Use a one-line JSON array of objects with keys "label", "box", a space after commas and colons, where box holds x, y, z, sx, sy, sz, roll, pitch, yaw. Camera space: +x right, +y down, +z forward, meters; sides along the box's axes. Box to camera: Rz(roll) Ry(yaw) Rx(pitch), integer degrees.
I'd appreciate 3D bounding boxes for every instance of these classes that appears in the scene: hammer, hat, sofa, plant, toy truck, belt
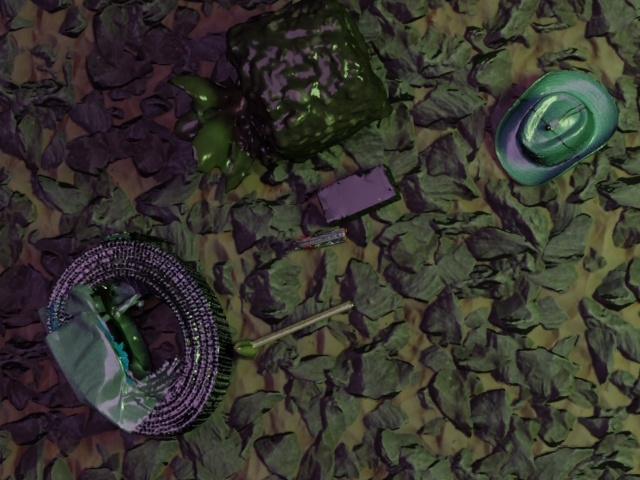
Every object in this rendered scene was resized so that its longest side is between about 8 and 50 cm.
[{"label": "hammer", "box": [-0.041, 0.130, 1.828, 0.195, 0.060, 0.028, -24, 77, 8]}, {"label": "hat", "box": [0.339, -0.165, 1.740, 0.191, 0.078, 0.138, -43, 76, 7]}, {"label": "sofa", "box": [0.057, -0.069, 1.830, 0.118, 0.039, 0.060, -22, 79, 12]}, {"label": "plant", "box": [-0.069, -0.216, 1.796, 0.312, 0.213, 0.215, -28, 80, 14]}, {"label": "toy truck", "box": [0.000, 0.000, 1.841, 0.083, 0.032, 0.024, -12, 84, 15]}, {"label": "belt", "box": [-0.276, 0.152, 1.858, 0.260, 0.122, 0.324, -32, 78, 3]}]
